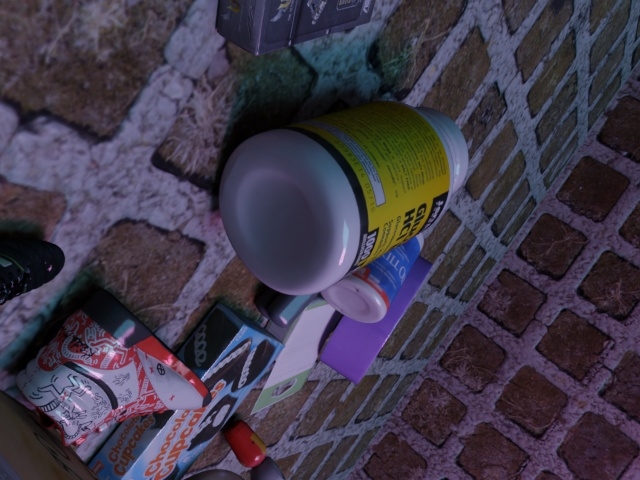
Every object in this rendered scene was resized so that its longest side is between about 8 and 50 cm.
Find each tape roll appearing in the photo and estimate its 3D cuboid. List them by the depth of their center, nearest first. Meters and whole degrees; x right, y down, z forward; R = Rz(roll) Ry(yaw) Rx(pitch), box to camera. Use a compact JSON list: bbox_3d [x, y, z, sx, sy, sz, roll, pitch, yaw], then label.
[{"bbox_3d":[0.108,0.138,1.286,0.275,0.090,0.275,-55,171,-14],"label":"tape roll"}]

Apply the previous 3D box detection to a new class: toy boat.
[{"bbox_3d":[-0.172,0.447,1.122,0.267,0.148,0.318,-32,-175,35],"label":"toy boat"}]

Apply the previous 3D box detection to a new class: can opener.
[{"bbox_3d":[0.000,0.000,1.026,0.283,0.076,0.095,-47,124,-14],"label":"can opener"}]

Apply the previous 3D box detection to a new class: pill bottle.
[{"bbox_3d":[0.050,-0.072,0.838,0.333,0.187,0.188,-27,145,-47],"label":"pill bottle"},{"bbox_3d":[0.099,0.018,1.119,0.222,0.124,0.124,-58,161,-29],"label":"pill bottle"}]

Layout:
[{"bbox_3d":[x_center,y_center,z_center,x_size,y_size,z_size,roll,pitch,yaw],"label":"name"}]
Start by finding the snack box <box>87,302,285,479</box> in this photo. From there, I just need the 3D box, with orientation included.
[{"bbox_3d":[-0.197,0.252,0.982,0.322,0.060,0.187,-52,157,-5],"label":"snack box"}]

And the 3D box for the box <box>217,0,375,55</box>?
[{"bbox_3d":[0.002,-0.299,0.601,0.183,0.056,0.231,-31,148,-41],"label":"box"}]

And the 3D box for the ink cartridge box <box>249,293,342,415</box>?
[{"bbox_3d":[-0.046,0.183,1.180,0.171,0.056,0.235,-8,132,-59],"label":"ink cartridge box"}]

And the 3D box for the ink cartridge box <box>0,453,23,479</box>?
[{"bbox_3d":[-0.325,0.132,0.395,0.114,0.197,0.273,-48,156,-14],"label":"ink cartridge box"}]

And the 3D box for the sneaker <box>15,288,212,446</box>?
[{"bbox_3d":[-0.232,0.171,0.763,0.145,0.090,0.270,-47,150,-15],"label":"sneaker"}]

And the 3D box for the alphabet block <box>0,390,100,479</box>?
[{"bbox_3d":[-0.313,0.286,0.636,0.193,0.197,0.192,-44,156,-21],"label":"alphabet block"}]

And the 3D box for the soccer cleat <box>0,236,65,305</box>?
[{"bbox_3d":[-0.273,0.040,0.525,0.178,0.072,0.060,-14,135,-57],"label":"soccer cleat"}]
